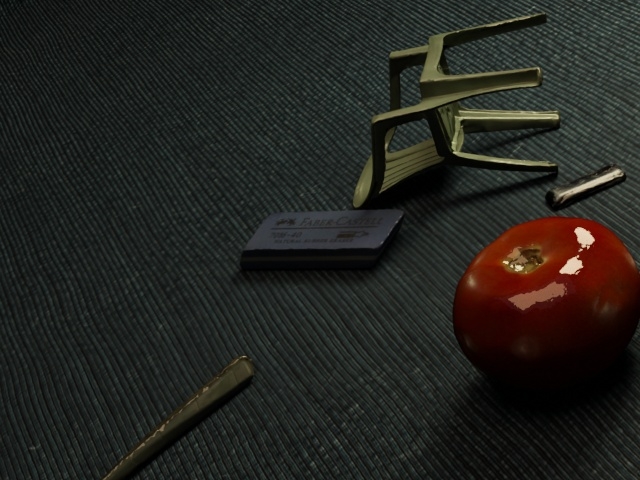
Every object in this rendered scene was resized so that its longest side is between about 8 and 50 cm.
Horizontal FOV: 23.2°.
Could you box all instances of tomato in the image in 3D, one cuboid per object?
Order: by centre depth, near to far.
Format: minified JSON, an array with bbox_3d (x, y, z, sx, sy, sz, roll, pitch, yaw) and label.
[{"bbox_3d":[0.225,0.066,1.539,0.195,0.136,0.195,-19,30,12],"label":"tomato"}]

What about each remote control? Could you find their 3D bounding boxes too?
[{"bbox_3d":[0.311,-0.066,1.835,0.096,0.014,0.039,-23,28,-2],"label":"remote control"}]

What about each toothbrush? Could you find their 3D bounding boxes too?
[{"bbox_3d":[-0.183,0.219,1.686,0.297,0.030,0.031,-38,21,-25],"label":"toothbrush"}]

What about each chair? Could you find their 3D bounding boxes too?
[{"bbox_3d":[0.157,-0.149,1.944,0.275,0.190,0.203,-5,31,16],"label":"chair"}]

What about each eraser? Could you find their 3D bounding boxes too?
[{"bbox_3d":[0.000,0.000,1.925,0.225,0.036,0.082,-1,37,35],"label":"eraser"}]
